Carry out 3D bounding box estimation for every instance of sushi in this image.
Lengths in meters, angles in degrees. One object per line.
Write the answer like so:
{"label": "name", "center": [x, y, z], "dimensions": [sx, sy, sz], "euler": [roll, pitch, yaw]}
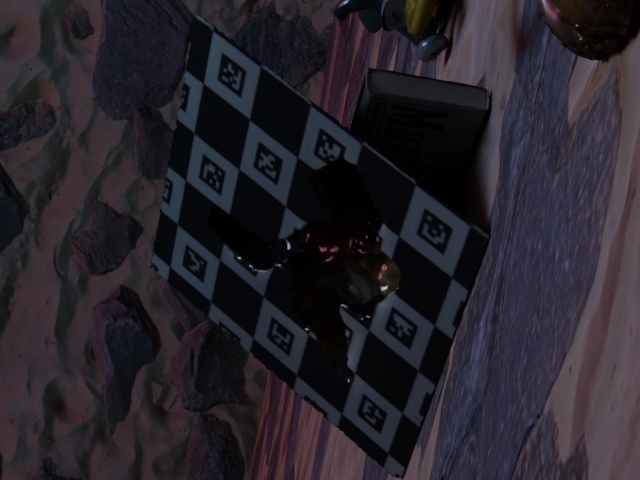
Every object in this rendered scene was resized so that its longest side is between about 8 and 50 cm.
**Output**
{"label": "sushi", "center": [0.000, 0.000, 1.505], "dimensions": [0.064, 0.359, 0.343], "euler": [-33, -29, -38]}

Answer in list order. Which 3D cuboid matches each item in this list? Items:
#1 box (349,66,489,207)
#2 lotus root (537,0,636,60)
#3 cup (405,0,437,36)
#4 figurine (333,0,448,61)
{"label": "box", "center": [0.080, -0.081, 1.470], "dimensions": [0.177, 0.115, 0.036], "euler": [105, 171, -51]}
{"label": "lotus root", "center": [0.176, -0.283, 1.013], "dimensions": [0.167, 0.078, 0.329], "euler": [122, 157, -73]}
{"label": "cup", "center": [0.090, -0.324, 1.299], "dimensions": [0.255, 0.178, 0.256], "euler": [-49, 14, 19]}
{"label": "figurine", "center": [0.084, -0.280, 1.765], "dimensions": [0.265, 0.140, 0.193], "euler": [-63, -28, -52]}
